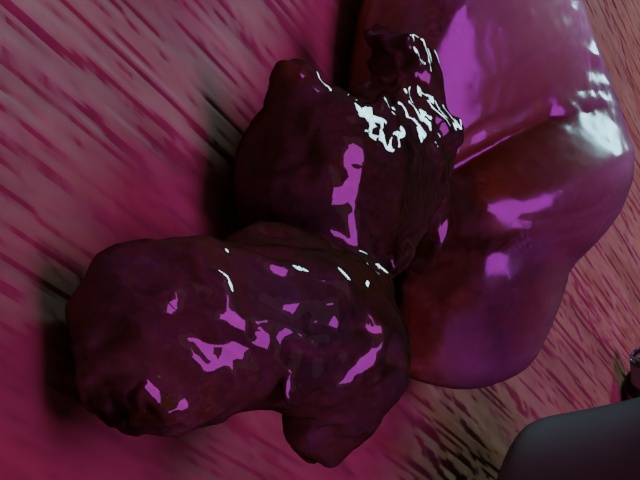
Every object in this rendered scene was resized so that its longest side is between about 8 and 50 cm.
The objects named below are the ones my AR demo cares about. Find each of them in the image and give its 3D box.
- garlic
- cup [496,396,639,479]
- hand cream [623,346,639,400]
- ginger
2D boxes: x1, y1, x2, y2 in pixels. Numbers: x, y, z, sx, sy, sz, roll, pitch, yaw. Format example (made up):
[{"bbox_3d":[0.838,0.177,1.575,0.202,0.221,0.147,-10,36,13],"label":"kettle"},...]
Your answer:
[{"bbox_3d":[0.092,-0.058,0.873,0.228,0.110,0.217,-46,125,-63],"label":"garlic"},{"bbox_3d":[0.164,0.225,0.917,0.347,0.163,0.347,-5,90,-70],"label":"cup"},{"bbox_3d":[0.268,0.157,1.402,0.052,0.038,0.216,-50,143,-29],"label":"hand cream"},{"bbox_3d":[0.001,-0.001,0.642,0.290,0.084,0.122,-48,137,-62],"label":"ginger"}]
